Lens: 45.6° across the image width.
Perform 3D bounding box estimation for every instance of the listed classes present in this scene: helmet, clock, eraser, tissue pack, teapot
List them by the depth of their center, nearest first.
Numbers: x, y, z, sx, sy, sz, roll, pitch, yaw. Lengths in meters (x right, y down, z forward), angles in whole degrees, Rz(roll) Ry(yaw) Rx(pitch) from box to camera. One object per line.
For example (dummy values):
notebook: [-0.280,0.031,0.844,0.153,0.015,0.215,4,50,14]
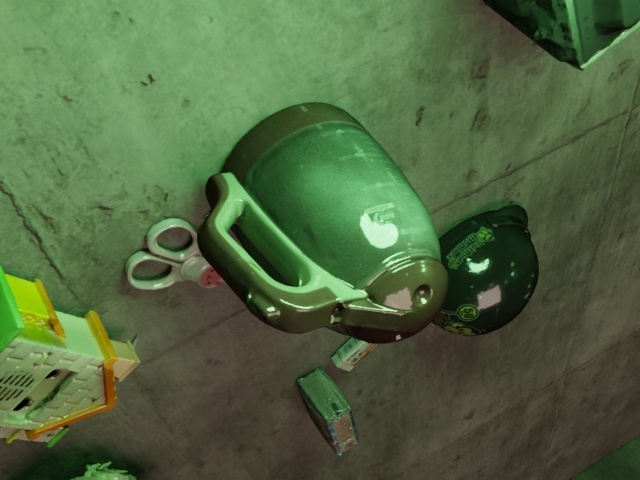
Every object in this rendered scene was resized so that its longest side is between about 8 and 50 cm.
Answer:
teapot: [0.000,0.000,0.956,0.315,0.312,0.233,-6,132,-34]
clock: [-0.386,0.171,1.013,0.220,0.106,0.255,-43,147,10]
helmet: [0.311,0.074,1.407,0.279,0.160,0.230,-33,141,-3]
eraser: [0.080,0.199,1.463,0.122,0.029,0.052,-44,142,11]
tissue pack: [0.016,0.335,1.485,0.065,0.115,0.155,-29,142,-14]

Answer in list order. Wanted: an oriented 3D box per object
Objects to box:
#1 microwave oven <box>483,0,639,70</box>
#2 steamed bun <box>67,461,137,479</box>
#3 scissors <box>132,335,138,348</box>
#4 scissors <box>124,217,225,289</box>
microwave oven: [0.222,-0.383,0.754,0.219,0.286,0.355,-38,147,4]
steamed bun: [-0.403,0.531,1.272,0.312,0.233,0.333,-35,134,2]
scissors: [-0.293,0.176,1.162,0.036,0.006,0.083,3,128,-38]
scissors: [-0.161,0.040,1.101,0.242,0.030,0.118,20,116,-44]
